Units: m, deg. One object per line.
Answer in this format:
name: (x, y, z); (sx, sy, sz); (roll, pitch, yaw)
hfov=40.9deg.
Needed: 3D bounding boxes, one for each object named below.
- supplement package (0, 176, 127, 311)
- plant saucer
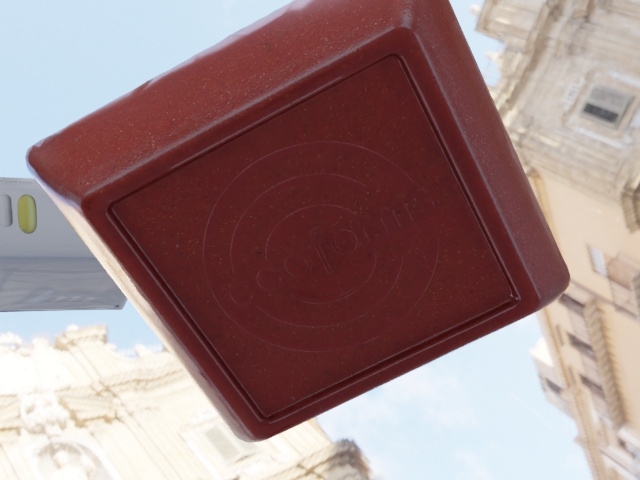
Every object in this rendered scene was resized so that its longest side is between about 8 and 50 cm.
supplement package: (-0.434, 0.012, 1.377); (0.262, 0.145, 0.204); (0, -28, -26)
plant saucer: (0.000, 0.000, 0.516); (0.259, 0.047, 0.259); (-27, -63, 8)
